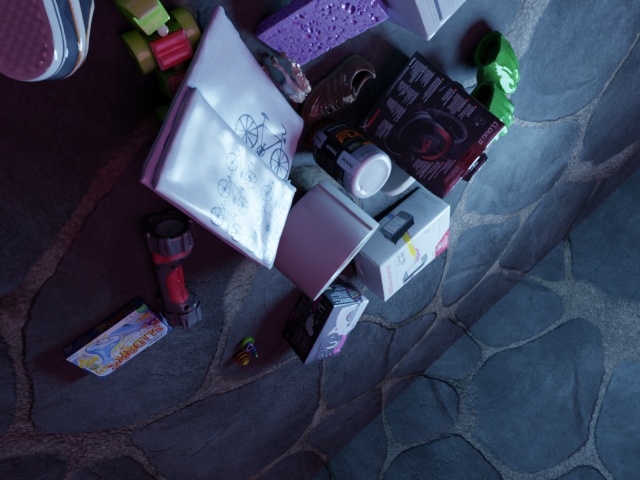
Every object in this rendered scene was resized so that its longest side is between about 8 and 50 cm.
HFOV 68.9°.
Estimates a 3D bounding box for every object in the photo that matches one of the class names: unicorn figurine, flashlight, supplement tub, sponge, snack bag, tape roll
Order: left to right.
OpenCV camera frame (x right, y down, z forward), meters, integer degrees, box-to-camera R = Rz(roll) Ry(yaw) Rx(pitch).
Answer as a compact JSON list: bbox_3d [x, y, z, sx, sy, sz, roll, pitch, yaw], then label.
[{"bbox_3d":[-0.316,0.077,1.041,0.103,0.103,0.304,-25,139,-28],"label":"flashlight"},{"bbox_3d":[-0.131,-0.162,0.812,0.323,0.037,0.343,44,54,-52],"label":"snack bag"},{"bbox_3d":[-0.058,-0.309,0.908,0.060,0.162,0.111,-42,118,10],"label":"unicorn figurine"},{"bbox_3d":[0.000,0.000,1.125,0.246,0.169,0.246,-49,173,-8],"label":"tape roll"},{"bbox_3d":[0.001,-0.389,0.830,0.210,0.031,0.117,-16,158,33],"label":"sponge"},{"bbox_3d":[0.059,-0.190,1.052,0.116,0.190,0.117,-26,141,-23],"label":"supplement tub"}]

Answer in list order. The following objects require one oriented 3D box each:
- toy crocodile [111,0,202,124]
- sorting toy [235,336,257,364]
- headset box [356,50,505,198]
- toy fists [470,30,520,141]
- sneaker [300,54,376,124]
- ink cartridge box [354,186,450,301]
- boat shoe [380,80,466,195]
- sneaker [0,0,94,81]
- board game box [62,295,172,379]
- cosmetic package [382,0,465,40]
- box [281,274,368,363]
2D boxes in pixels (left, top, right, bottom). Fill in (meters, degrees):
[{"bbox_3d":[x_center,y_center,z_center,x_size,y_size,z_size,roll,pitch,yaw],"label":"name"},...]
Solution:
[{"bbox_3d":[-0.231,-0.261,0.781,0.115,0.105,0.341,-32,143,-15],"label":"toy crocodile"},{"bbox_3d":[-0.225,0.347,1.444,0.061,0.042,0.102,-1,127,-43],"label":"sorting toy"},{"bbox_3d":[0.261,-0.254,1.097,0.218,0.293,0.110,-52,-177,11],"label":"headset box"},{"bbox_3d":[0.453,-0.394,1.222,0.142,0.096,0.280,25,71,-39],"label":"toy fists"},{"bbox_3d":[0.037,-0.316,1.002,0.188,0.071,0.066,-47,150,5],"label":"sneaker"},{"bbox_3d":[0.261,0.015,1.480,0.306,0.131,0.226,-40,146,-16],"label":"ink cartridge box"},{"bbox_3d":[0.306,-0.247,1.277,0.158,0.127,0.341,25,106,-45],"label":"boat shoe"},{"bbox_3d":[-0.361,-0.360,0.559,0.126,0.127,0.322,0,108,-1],"label":"sneaker"},{"bbox_3d":[-0.472,0.232,1.102,0.201,0.035,0.136,-36,143,-10],"label":"board game box"},{"bbox_3d":[0.174,-0.513,0.810,0.225,0.224,0.138,-46,144,2],"label":"cosmetic package"},{"bbox_3d":[0.015,0.250,1.490,0.163,0.142,0.247,-1,127,-42],"label":"box"}]
